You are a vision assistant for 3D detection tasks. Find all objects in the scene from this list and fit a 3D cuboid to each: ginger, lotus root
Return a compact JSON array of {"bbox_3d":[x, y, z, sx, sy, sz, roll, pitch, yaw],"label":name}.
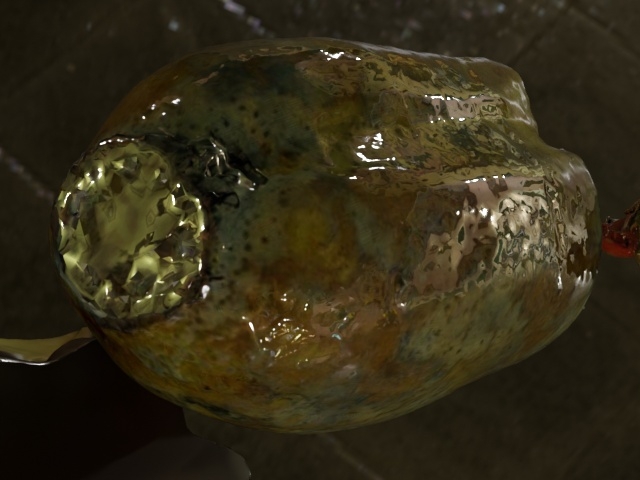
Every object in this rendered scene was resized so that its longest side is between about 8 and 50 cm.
[{"bbox_3d":[-0.222,0.203,1.164,0.358,0.211,0.413,-23,90,-43],"label":"ginger"},{"bbox_3d":[-0.002,-0.002,1.082,0.346,0.250,0.250,-2,54,-53],"label":"lotus root"}]

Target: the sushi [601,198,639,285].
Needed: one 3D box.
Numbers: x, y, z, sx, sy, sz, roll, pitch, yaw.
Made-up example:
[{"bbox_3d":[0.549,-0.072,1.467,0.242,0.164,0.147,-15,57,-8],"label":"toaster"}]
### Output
[{"bbox_3d":[0.288,-0.008,1.298,0.103,0.226,0.097,-48,122,-26],"label":"sushi"}]
